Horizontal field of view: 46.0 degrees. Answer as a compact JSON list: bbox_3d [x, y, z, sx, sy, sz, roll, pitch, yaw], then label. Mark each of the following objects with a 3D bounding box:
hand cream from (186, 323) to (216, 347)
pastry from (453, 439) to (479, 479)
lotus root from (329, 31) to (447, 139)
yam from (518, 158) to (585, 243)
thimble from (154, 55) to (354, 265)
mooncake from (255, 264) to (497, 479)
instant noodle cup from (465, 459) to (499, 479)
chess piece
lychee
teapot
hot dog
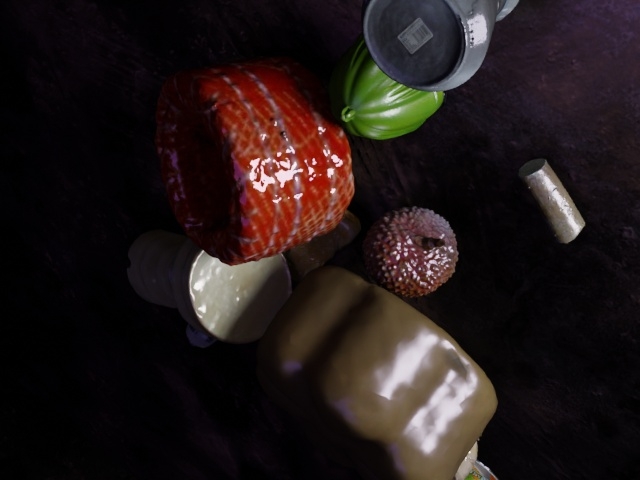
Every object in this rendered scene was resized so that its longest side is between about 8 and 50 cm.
[{"bbox_3d":[-0.249,0.173,1.869,0.124,0.078,0.341,45,132,2],"label":"hand cream"},{"bbox_3d":[0.255,0.430,1.580,0.165,0.166,0.088,23,161,25],"label":"pastry"},{"bbox_3d":[0.079,-0.225,1.173,0.186,0.186,0.186,23,134,25],"label":"lotus root"},{"bbox_3d":[0.356,-0.062,1.158,0.054,0.054,0.132,-23,106,48],"label":"yam"},{"bbox_3d":[-0.120,-0.139,1.312,0.350,0.230,0.350,35,136,43],"label":"thimble"},{"bbox_3d":[0.089,0.275,1.416,0.467,0.262,0.467,39,162,15],"label":"mooncake"},{"bbox_3d":[0.270,0.615,1.661,0.296,0.214,0.296,22,134,25],"label":"instant noodle cup"},{"bbox_3d":[-0.269,0.080,1.630,0.442,0.234,0.234,5,126,56],"label":"chess piece"},{"bbox_3d":[0.158,0.018,1.308,0.165,0.165,0.197,44,159,2],"label":"lychee"},{"bbox_3d":[0.178,-0.313,0.974,0.203,0.225,0.171,-25,107,47],"label":"teapot"},{"bbox_3d":[0.000,0.000,1.496,0.084,0.073,0.242,43,138,-2],"label":"hot dog"}]
